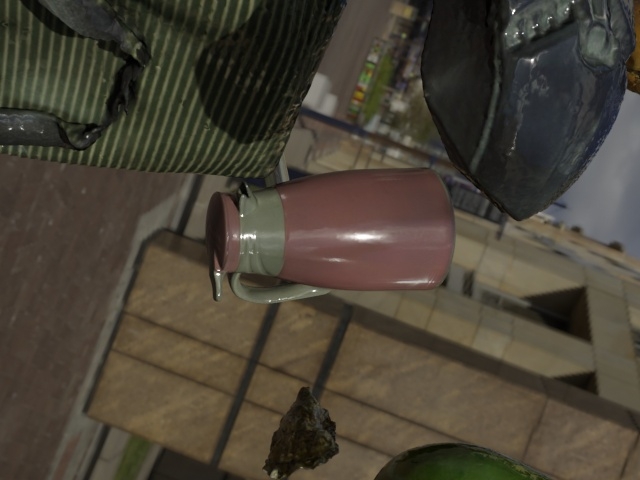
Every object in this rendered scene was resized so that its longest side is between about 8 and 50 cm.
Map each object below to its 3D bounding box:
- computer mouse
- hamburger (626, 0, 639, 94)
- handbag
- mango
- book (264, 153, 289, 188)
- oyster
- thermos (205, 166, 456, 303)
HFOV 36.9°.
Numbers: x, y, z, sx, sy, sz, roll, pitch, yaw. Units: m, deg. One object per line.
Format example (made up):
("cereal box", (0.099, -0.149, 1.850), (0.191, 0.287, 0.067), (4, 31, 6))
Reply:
("computer mouse", (0.101, -0.104, 0.431), (0.062, 0.106, 0.192), (5, -87, 50))
("hamburger", (0.341, -0.193, 0.916), (0.147, 0.138, 0.083), (44, -18, 54))
("handbag", (-0.132, -0.194, 0.661), (0.340, 0.240, 0.247), (120, -41, -57))
("mango", (0.155, 0.250, 0.793), (0.114, 0.251, 0.156), (-38, 135, -61))
("book", (-0.070, -0.121, 1.476), (0.295, 0.020, 0.207), (40, 39, -86))
("oyster", (-0.019, 0.248, 1.194), (0.146, 0.122, 0.045), (-32, 126, -41))
("thermos", (0.000, 0.000, 1.092), (0.146, 0.265, 0.176), (-114, -152, -45))
